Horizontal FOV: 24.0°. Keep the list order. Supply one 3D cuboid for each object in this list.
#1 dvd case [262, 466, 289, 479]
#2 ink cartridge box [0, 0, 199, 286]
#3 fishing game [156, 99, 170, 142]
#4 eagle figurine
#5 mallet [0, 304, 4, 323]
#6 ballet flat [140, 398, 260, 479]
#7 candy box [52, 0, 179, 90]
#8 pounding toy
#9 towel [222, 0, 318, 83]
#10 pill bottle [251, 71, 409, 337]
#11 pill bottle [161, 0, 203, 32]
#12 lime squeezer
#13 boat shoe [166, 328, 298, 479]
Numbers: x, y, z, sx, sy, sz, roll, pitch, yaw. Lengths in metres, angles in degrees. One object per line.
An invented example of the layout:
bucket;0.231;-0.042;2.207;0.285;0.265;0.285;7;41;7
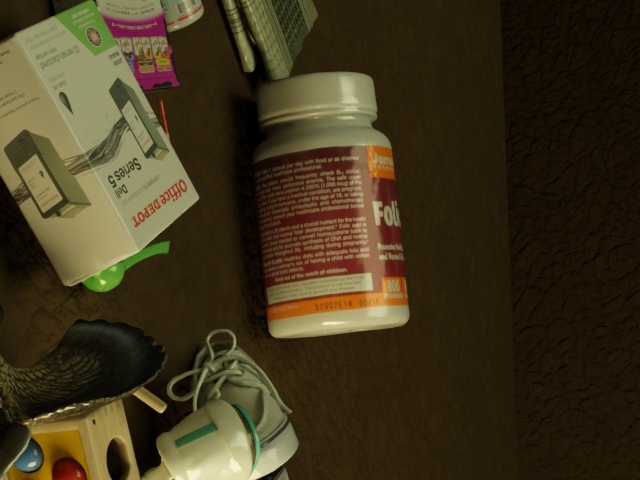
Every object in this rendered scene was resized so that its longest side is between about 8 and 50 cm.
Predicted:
dvd case;-0.064;0.482;2.234;0.179;0.029;0.239;-45;123;-64
ink cartridge box;-0.276;-0.114;1.717;0.273;0.114;0.198;61;25;-10
fishing game;-0.269;-0.085;1.906;0.264;0.041;0.189;-28;111;-57
eagle figurine;-0.298;0.150;1.428;0.298;0.226;0.225;34;67;-58
mallet;-0.378;0.132;1.559;0.062;0.039;0.190;56;37;-48
ballet flat;-0.175;0.332;1.791;0.400;0.139;0.139;108;-4;-46
candy box;-0.271;-0.301;1.921;0.159;0.071;0.234;-17;97;-64
pounding toy;-0.262;0.205;1.620;0.094;0.181;0.206;-32;112;-66
towel;-0.104;-0.440;2.471;0.312;0.056;0.324;-70;143;-56
pill bottle;0.011;-0.052;2.354;0.224;0.224;0.392;8;76;-68
pill bottle;-0.225;-0.372;2.065;0.087;0.087;0.160;-64;140;-56
lime squeezer;-0.278;-0.004;1.801;0.310;0.058;0.110;35;68;-50
boat shoe;-0.120;0.195;1.953;0.367;0.135;0.156;-115;180;-78
